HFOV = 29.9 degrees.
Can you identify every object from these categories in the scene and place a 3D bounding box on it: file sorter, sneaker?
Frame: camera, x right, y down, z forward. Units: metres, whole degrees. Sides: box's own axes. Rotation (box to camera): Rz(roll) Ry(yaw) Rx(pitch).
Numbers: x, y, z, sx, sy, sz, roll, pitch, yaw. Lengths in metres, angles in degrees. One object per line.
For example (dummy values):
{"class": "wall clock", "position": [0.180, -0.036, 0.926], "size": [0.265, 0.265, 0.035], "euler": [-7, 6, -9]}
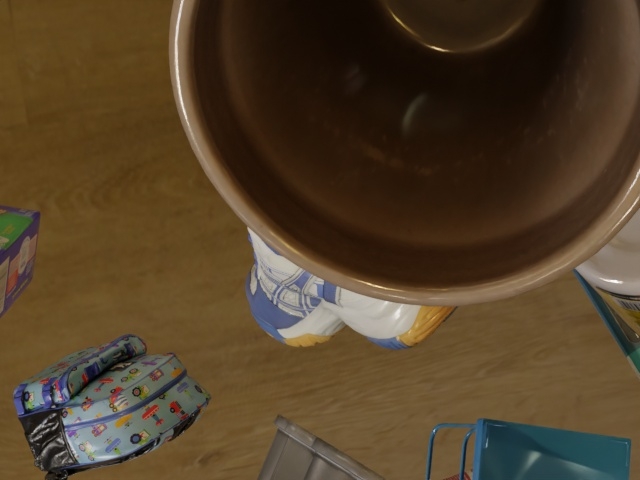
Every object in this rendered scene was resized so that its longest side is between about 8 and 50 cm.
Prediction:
{"class": "file sorter", "position": [0.195, 0.240, 1.151], "size": [0.170, 0.104, 0.118], "euler": [11, 77, -24]}
{"class": "sneaker", "position": [0.000, 0.000, 0.880], "size": [0.131, 0.296, 0.112], "euler": [45, 69, -14]}

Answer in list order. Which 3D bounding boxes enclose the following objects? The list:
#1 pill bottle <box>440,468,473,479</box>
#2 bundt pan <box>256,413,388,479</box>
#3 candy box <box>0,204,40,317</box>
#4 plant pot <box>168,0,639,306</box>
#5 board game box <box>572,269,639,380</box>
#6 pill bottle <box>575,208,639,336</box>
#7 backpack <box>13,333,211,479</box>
{"class": "pill bottle", "position": [0.203, 0.421, 1.901], "size": [0.152, 0.086, 0.086], "euler": [-17, 80, -8]}
{"class": "bundt pan", "position": [0.079, 0.259, 0.837], "size": [0.331, 0.331, 0.124], "euler": [31, 82, -1]}
{"class": "candy box", "position": [-0.583, 0.012, 1.688], "size": [0.317, 0.268, 0.122], "euler": [9, 104, -3]}
{"class": "plant pot", "position": [0.072, -0.129, 0.695], "size": [0.263, 0.263, 0.229], "euler": [28, 31, -1]}
{"class": "board game box", "position": [0.357, 0.116, 1.185], "size": [0.079, 0.336, 0.254], "euler": [-33, 50, 12]}
{"class": "pill bottle", "position": [0.252, 0.011, 0.855], "size": [0.119, 0.208, 0.119], "euler": [-11, 65, 25]}
{"class": "backpack", "position": [-0.210, 0.168, 1.248], "size": [0.158, 0.173, 0.117], "euler": [-30, 100, -49]}
